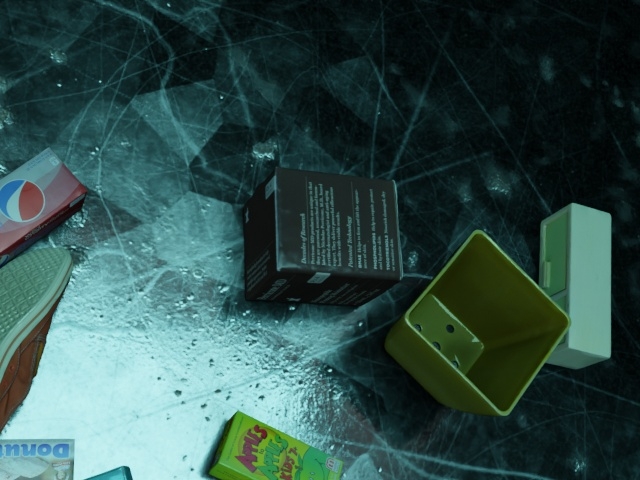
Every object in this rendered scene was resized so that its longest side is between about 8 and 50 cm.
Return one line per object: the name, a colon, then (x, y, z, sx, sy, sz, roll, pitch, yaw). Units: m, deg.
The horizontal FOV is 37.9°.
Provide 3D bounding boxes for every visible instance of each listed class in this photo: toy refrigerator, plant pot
toy refrigerator: (0.444, 0.080, 1.646, 0.094, 0.102, 0.269, 14, 67, -17)
plant pot: (0.226, 0.149, 1.484, 0.212, 0.187, 0.212, 44, 62, -1)

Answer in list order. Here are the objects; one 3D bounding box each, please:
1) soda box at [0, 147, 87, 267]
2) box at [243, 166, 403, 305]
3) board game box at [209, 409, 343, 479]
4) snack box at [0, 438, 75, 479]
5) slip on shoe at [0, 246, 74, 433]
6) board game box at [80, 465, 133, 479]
soda box: (-0.465, -0.017, 1.328, 0.092, 0.083, 0.263, 48, 61, 0)
box: (0.000, 0.000, 1.459, 0.203, 0.168, 0.167, 4, 70, -20)
board game box: (-0.063, 0.333, 1.370, 0.181, 0.043, 0.092, 28, 47, -10)
snack box: (-0.425, 0.302, 1.261, 0.178, 0.022, 0.064, 4, 68, -20)
slip on shoe: (-0.431, 0.146, 1.280, 0.123, 0.101, 0.331, 2, 51, 19)
board game box: (-0.319, 0.485, 1.167, 0.254, 0.079, 0.336, -17, 78, -8)
